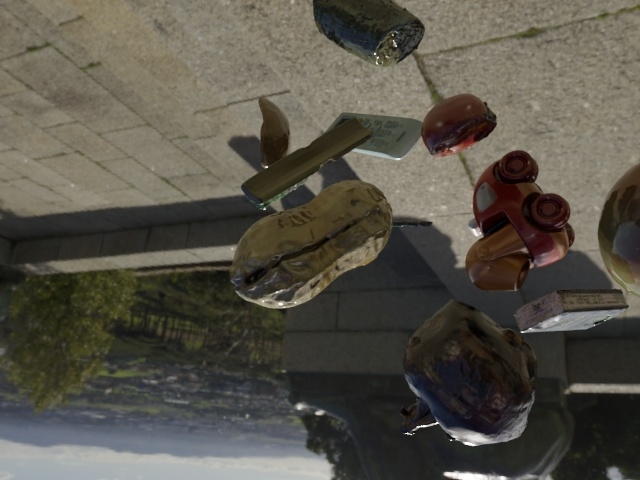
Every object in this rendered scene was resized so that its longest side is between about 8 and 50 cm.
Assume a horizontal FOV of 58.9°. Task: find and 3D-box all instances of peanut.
[{"bbox_3d":[0.000,0.000,0.769,0.290,0.130,0.130,-31,-177,-37],"label":"peanut"}]

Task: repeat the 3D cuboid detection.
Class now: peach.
[{"bbox_3d":[0.618,-0.029,0.946,0.292,0.247,0.293,7,125,11],"label":"peach"}]

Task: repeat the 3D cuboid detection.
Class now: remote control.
[{"bbox_3d":[0.110,-0.233,1.275,0.293,0.103,0.051,25,161,51],"label":"remote control"}]

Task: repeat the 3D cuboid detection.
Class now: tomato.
[{"bbox_3d":[0.254,-0.228,1.076,0.139,0.091,0.159,-32,167,29],"label":"tomato"}]

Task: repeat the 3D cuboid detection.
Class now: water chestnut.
[{"bbox_3d":[0.317,0.327,1.281,0.335,0.347,0.335,36,-174,-5],"label":"water chestnut"}]

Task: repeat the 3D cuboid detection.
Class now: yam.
[{"bbox_3d":[0.070,-0.344,0.900,0.183,0.107,0.107,42,179,31],"label":"yam"}]

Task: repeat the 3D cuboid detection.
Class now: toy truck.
[{"bbox_3d":[0.393,-0.030,1.206,0.239,0.265,0.189,-31,148,12],"label":"toy truck"}]

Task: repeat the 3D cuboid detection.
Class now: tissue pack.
[{"bbox_3d":[0.658,0.185,1.490,0.235,0.073,0.173,1,153,-24],"label":"tissue pack"}]

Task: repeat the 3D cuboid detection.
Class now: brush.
[{"bbox_3d":[-0.017,-0.135,0.983,0.054,0.282,0.048,45,148,14],"label":"brush"}]

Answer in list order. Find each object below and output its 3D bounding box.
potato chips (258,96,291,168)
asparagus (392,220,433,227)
[{"bbox_3d":[-0.095,-0.214,1.223,0.061,0.196,0.208,-5,-171,1],"label":"potato chips"},{"bbox_3d":[0.152,-0.029,1.098,0.162,0.016,0.016,-2,135,44],"label":"asparagus"}]
